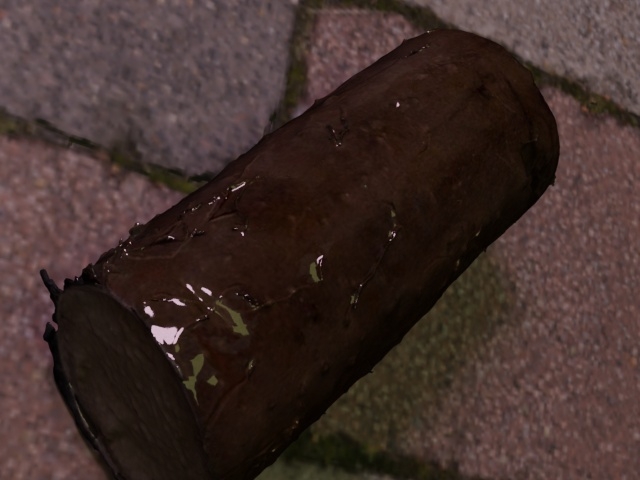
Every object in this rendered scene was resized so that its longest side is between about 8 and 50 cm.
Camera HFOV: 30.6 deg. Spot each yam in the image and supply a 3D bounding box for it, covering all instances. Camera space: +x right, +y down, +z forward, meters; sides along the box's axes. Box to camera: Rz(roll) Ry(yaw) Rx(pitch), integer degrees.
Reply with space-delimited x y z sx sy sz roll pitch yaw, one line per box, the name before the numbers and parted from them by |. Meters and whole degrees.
yam | 0.001 0.001 0.558 0.279 0.131 0.131 -40 102 -33
